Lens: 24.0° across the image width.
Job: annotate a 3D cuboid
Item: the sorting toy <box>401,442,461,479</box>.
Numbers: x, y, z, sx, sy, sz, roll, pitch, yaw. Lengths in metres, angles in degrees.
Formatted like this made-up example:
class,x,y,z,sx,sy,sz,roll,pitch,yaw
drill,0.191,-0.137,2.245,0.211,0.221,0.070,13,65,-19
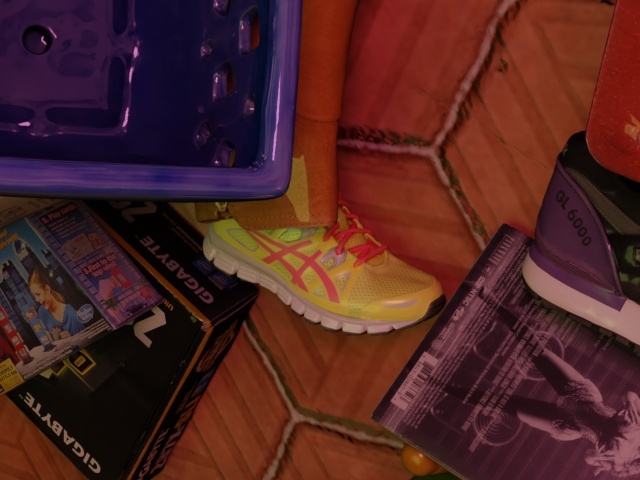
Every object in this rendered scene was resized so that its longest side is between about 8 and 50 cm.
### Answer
class,x,y,z,sx,sy,sz,roll,pitch,yaw
sorting toy,0.085,0.233,1.123,0.127,0.126,0.365,24,125,27

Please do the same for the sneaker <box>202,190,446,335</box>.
class,x,y,z,sx,sy,sz,roll,pitch,yaw
sneaker,0.000,0.000,1.101,0.208,0.081,0.094,22,118,27

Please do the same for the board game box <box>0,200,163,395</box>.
class,x,y,z,sx,sy,sz,roll,pitch,yaw
board game box,-0.246,0.008,1.212,0.194,0.060,0.194,-28,92,43

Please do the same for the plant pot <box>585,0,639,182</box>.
class,x,y,z,sx,sy,sz,roll,pitch,yaw
plant pot,0.270,-0.123,0.711,0.267,0.236,0.267,26,126,27

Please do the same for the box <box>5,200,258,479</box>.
class,x,y,z,sx,sy,sz,roll,pitch,yaw
box,-0.228,0.035,1.305,0.322,0.079,0.257,43,130,14

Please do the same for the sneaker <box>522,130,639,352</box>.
class,x,y,z,sx,sy,sz,roll,pitch,yaw
sneaker,0.254,0.020,0.894,0.283,0.107,0.124,25,120,27

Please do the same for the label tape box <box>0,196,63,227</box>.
class,x,y,z,sx,sy,sz,roll,pitch,yaw
label tape box,-0.311,-0.119,1.101,0.115,0.347,0.249,91,156,-84

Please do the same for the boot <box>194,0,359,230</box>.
class,x,y,z,sx,sy,sz,roll,pitch,yaw
boot,-0.004,-0.115,0.996,0.295,0.104,0.211,-12,86,54

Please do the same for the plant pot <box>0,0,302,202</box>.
class,x,y,z,sx,sy,sz,roll,pitch,yaw
plant pot,-0.155,-0.138,0.916,0.212,0.236,0.236,176,96,-68

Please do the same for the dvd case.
class,x,y,z,sx,sy,sz,roll,pitch,yaw
dvd case,0.167,0.108,0.987,0.221,0.164,0.018,32,171,23
